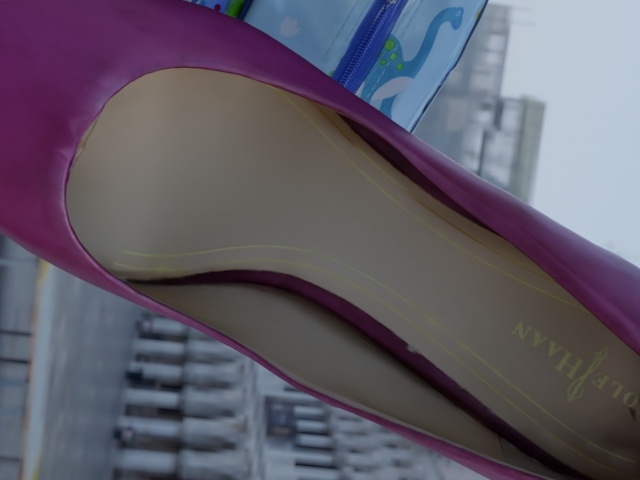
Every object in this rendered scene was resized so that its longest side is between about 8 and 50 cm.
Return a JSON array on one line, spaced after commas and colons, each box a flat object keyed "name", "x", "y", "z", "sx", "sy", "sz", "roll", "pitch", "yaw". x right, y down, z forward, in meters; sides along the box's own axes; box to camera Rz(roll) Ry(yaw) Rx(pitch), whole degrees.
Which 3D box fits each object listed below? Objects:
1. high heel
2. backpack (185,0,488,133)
[{"name": "high heel", "x": 0.000, "y": 0.000, "z": 0.549, "sx": 0.181, "sy": 0.377, "sz": 0.127, "roll": -127, "pitch": -122, "yaw": -76}, {"name": "backpack", "x": -0.036, "y": -0.143, "z": 0.766, "sx": 0.290, "sy": 0.273, "sz": 0.356, "roll": 52, "pitch": -49, "yaw": 53}]
